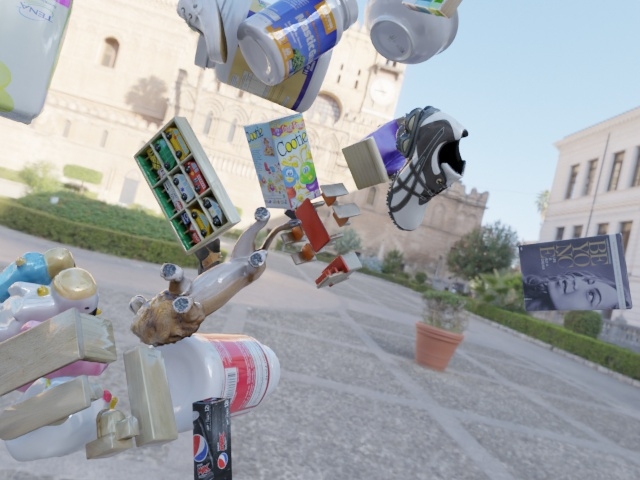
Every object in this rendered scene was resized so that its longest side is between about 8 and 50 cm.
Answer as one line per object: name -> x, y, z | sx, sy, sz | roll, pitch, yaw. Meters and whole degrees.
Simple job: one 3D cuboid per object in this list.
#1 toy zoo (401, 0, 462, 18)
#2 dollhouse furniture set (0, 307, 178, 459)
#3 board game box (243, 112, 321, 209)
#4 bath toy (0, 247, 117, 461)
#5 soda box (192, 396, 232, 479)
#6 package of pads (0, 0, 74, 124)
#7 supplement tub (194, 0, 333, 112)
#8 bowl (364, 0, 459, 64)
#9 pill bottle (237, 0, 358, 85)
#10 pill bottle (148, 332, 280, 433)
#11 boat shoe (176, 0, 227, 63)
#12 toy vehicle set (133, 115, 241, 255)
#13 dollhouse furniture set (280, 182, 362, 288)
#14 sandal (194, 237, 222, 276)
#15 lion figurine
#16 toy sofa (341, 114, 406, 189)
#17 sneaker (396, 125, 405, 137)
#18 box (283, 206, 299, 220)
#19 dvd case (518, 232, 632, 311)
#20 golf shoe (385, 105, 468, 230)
toy zoo -> 0.270, -0.579, 0.964 | 0.030, 0.192, 0.293 | 27, 23, -23
dollhouse furniture set -> -0.273, 0.183, 0.527 | 0.123, 0.144, 0.151 | -25, -26, 7
board game box -> -0.120, -0.254, 1.464 | 0.142, 0.275, 0.144 | -28, 24, -38
bath toy -> -0.371, 0.153, 0.654 | 0.348, 0.151, 0.129 | 48, -4, 40
soda box -> -0.216, 0.405, 0.907 | 0.053, 0.169, 0.060 | -9, -11, 28
package of pads -> -0.577, -0.378, 0.790 | 0.229, 0.297, 0.101 | 18, -8, -40
supplement tub -> -0.154, -0.517, 1.245 | 0.331, 0.241, 0.241 | 17, -3, -16
bowl -> 0.235, -0.620, 1.318 | 0.297, 0.134, 0.298 | 31, -17, 11
pill bottle -> -0.044, -0.491, 1.053 | 0.152, 0.272, 0.152 | 43, -19, 19
pill bottle -> -0.272, 0.365, 1.220 | 0.229, 0.229, 0.407 | 13, -7, 23
boat shoe -> -0.274, -0.514, 1.022 | 0.096, 0.277, 0.098 | -13, -17, -7
toy vehicle set -> -0.302, -0.119, 1.017 | 0.166, 0.267, 0.035 | -31, -4, 30
dollhouse furniture set -> 0.000, 0.000, 1.327 | 0.135, 0.259, 0.262 | -12, -25, -42
sandal -> -0.342, 0.062, 1.400 | 0.090, 0.219, 0.060 | -22, 52, -32
lion figurine -> -0.220, 0.089, 0.967 | 0.392, 0.142, 0.240 | -26, -18, -21
toy sofa -> 0.234, -0.309, 1.516 | 0.177, 0.150, 0.362 | -14, 17, 34
sneaker -> 0.255, -0.269, 1.148 | 0.066, 0.071, 0.188 | 16, 40, 36
box -> -0.101, -0.121, 1.725 | 0.062, 0.052, 0.083 | 35, 24, -21
dvd case -> 0.579, 0.079, 1.049 | 0.221, 0.165, 0.018 | -10, -10, 44
golf shoe -> 0.150, -0.084, 0.637 | 0.077, 0.198, 0.094 | -32, 48, -32
